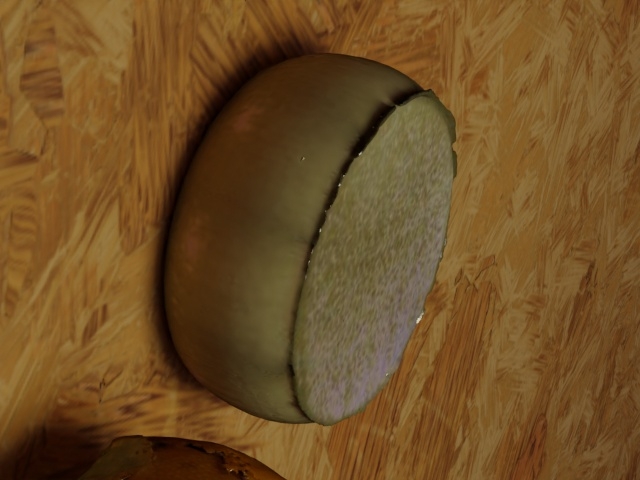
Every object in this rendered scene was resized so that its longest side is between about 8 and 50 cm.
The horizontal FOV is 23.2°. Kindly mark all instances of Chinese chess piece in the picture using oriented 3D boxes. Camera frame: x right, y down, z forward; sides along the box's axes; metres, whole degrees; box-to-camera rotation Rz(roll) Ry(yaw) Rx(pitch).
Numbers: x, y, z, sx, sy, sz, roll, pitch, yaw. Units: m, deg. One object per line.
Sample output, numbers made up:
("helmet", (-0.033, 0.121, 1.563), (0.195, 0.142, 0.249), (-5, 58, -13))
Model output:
("Chinese chess piece", (0.000, 0.000, 1.125), (0.270, 0.112, 0.270), (-44, 144, -46))

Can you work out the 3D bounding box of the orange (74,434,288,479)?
("orange", (-0.095, 0.240, 0.958), (0.240, 0.240, 0.240), (-43, 142, -47))
